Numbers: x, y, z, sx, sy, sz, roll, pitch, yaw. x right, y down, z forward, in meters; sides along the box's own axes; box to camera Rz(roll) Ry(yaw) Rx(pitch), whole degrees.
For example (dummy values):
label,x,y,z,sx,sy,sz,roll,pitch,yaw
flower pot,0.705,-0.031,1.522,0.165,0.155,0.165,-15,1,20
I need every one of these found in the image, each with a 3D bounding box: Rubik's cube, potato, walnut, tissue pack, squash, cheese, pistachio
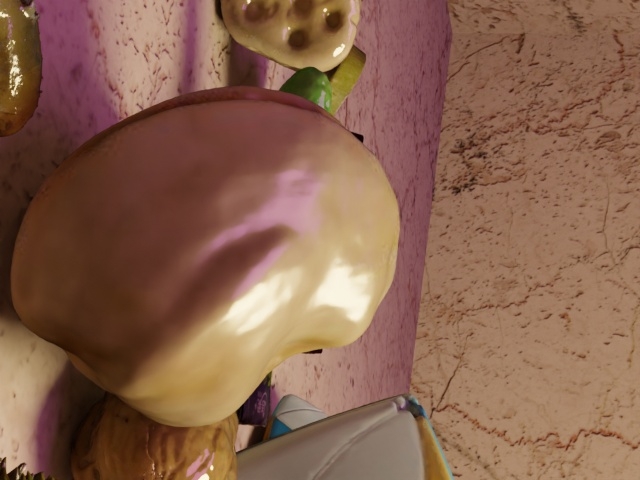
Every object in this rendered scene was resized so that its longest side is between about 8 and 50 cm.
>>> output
label,x,y,z,sx,sy,sz,roll,pitch,yaw
Rubik's cube,0.015,0.422,1.668,0.351,0.347,0.352,118,-47,-80
potato,-0.295,-0.184,1.135,0.105,0.085,0.188,-61,155,-57
walnut,-0.188,0.252,1.439,0.245,0.198,0.198,-84,169,-59
tissue pack,-0.121,0.167,1.928,0.173,0.073,0.235,36,58,-73
squash,-0.024,-0.212,1.953,0.049,0.252,0.252,40,35,-14
cheese,-0.034,-0.361,1.861,0.235,0.218,0.117,49,9,4
Rubik's cube,-0.004,0.436,2.164,0.254,0.254,0.254,3,90,-76
pistachio,-0.114,0.018,1.311,0.445,0.281,0.365,-7,117,-34

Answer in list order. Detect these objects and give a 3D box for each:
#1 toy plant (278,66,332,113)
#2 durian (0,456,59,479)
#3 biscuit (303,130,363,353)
label,x,y,z,sx,sy,sz,roll,pitch,yaw
toy plant,-0.090,-0.023,1.660,0.317,0.210,0.356,-55,-175,41
durian,-0.289,0.285,1.119,0.352,0.158,0.169,54,53,-74
biscuit,0.000,0.000,2.233,0.407,0.091,0.407,-169,-90,-90
